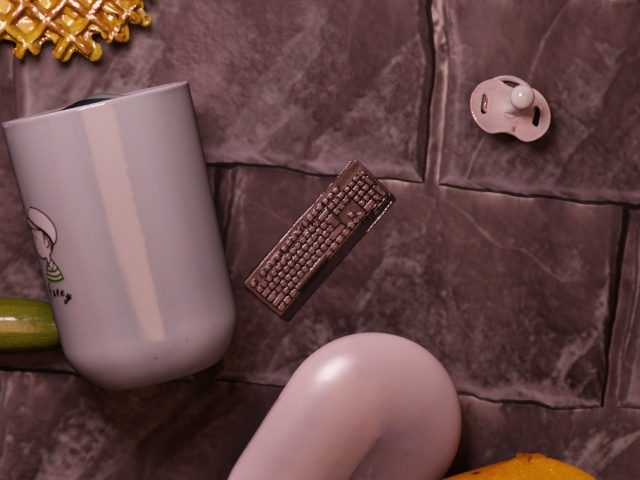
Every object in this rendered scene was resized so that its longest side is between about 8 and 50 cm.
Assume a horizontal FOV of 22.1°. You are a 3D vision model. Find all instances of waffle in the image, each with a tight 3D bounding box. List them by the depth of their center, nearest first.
[{"bbox_3d":[-0.296,-0.313,1.816,0.229,0.051,0.231,-4,96,-9],"label":"waffle"}]

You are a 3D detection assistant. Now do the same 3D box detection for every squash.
[{"bbox_3d":[-0.398,0.096,1.822,0.252,0.066,0.066,-1,95,-9],"label":"squash"}]

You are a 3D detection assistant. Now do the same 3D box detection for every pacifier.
[{"bbox_3d":[0.226,-0.161,1.901,0.099,0.078,0.081,11,71,-9],"label":"pacifier"}]

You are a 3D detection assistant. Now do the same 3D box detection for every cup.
[{"bbox_3d":[-0.209,-0.006,1.775,0.206,0.205,0.312,-14,97,-8],"label":"cup"}]

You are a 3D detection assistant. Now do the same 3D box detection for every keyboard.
[{"bbox_3d":[0.000,0.000,1.906,0.074,0.015,0.196,42,87,-10],"label":"keyboard"}]

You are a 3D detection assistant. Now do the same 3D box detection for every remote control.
[{"bbox_3d":[0.026,0.261,1.884,0.221,0.103,0.332,33,89,-15],"label":"remote control"}]

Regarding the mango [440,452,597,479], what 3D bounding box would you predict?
[{"bbox_3d":[0.211,0.349,1.881,0.290,0.160,0.191,11,123,-26],"label":"mango"}]
